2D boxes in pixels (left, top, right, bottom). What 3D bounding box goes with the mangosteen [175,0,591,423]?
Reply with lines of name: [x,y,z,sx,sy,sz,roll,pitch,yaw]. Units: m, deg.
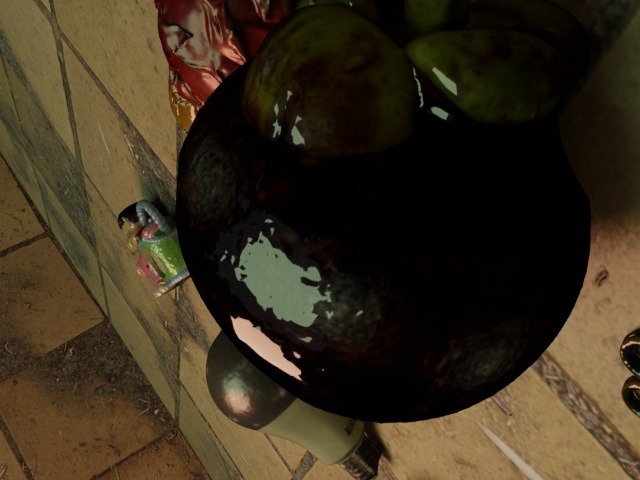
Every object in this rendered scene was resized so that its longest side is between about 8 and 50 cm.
mangosteen: [0.055,-0.035,0.480,0.297,0.313,0.297,37,-176,-3]

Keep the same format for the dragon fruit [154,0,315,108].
dragon fruit: [-0.067,-0.201,0.621,0.209,0.172,0.172,-19,99,49]

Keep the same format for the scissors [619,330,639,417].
scissors: [0.309,0.131,0.461,0.220,0.017,0.088,24,135,49]

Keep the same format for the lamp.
lamp: [-0.027,0.228,1.036,0.314,0.182,0.182,31,158,-14]

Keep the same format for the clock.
clock: [-0.329,0.004,1.366,0.195,0.100,0.194,57,150,1]

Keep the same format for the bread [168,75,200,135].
bread: [-0.184,-0.201,0.956,0.072,0.053,0.106,40,142,28]
